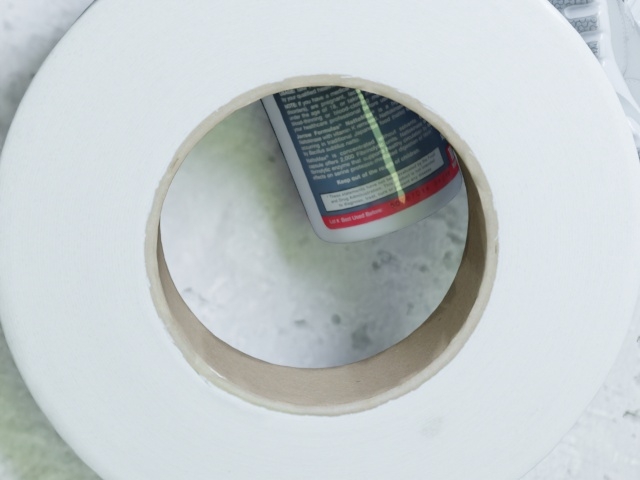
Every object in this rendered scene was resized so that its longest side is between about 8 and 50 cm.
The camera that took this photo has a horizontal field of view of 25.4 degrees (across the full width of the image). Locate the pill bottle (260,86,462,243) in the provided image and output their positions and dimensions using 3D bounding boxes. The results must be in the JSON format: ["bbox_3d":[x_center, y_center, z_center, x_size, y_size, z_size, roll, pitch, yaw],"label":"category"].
[{"bbox_3d":[0.015,-0.099,0.927,0.108,0.108,0.180,-30,109,-24],"label":"pill bottle"}]

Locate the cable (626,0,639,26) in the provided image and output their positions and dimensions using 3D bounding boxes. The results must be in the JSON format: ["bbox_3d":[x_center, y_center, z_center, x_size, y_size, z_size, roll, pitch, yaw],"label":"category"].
[{"bbox_3d":[0.145,-0.214,1.002,0.257,0.089,0.257,-36,111,-22],"label":"cable"}]

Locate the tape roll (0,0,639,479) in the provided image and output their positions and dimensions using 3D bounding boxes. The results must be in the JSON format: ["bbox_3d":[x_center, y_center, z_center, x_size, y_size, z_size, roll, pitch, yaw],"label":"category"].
[{"bbox_3d":[0.000,0.000,0.855,0.392,0.072,0.392,-1,106,-4],"label":"tape roll"}]

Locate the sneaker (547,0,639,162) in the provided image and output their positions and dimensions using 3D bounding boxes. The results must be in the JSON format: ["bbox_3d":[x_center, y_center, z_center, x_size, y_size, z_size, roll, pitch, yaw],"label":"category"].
[{"bbox_3d":[0.170,-0.112,0.937,0.281,0.105,0.115,63,33,-13],"label":"sneaker"}]
